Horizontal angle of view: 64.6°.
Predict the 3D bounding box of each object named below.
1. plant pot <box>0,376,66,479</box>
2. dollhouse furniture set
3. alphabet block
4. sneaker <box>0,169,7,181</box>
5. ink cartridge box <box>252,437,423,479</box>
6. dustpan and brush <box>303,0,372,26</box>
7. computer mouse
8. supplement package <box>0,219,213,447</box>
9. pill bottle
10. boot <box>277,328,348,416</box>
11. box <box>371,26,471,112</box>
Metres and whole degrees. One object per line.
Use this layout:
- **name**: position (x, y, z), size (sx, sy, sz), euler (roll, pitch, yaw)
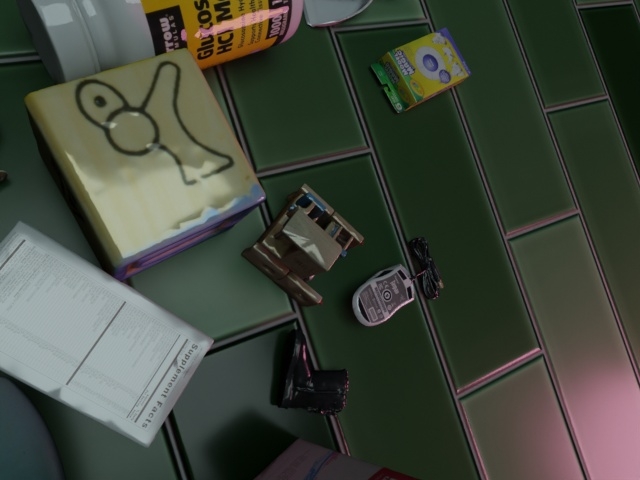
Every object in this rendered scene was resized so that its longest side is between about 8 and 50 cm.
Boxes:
- **plant pot**: position (-0.369, 0.254, 0.442), size (0.293, 0.293, 0.235), euler (-5, 73, -25)
- **dollhouse furniture set**: position (0.000, 0.000, 0.701), size (0.129, 0.183, 0.129), euler (42, 66, -12)
- **alphabet block**: position (-0.211, -0.081, 0.619), size (0.192, 0.193, 0.197), euler (-28, 92, -28)
- **sneaker**: position (-0.436, -0.152, 0.614), size (0.071, 0.066, 0.188), euler (-10, 89, -42)
- **ink cartridge box**: position (0.048, 0.372, 0.581), size (0.131, 0.306, 0.226), euler (-36, 95, -26)
- **dustpan and brush**: position (0.067, -0.453, 0.888), size (0.211, 0.060, 0.147), euler (-10, 84, -25)
- **computer mouse**: position (0.117, 0.074, 0.820), size (0.193, 0.042, 0.106), euler (-24, 95, -32)
- **supplement package**: position (-0.272, 0.112, 0.585), size (0.244, 0.134, 0.139), euler (36, 67, -14)
- **pill bottle**: position (-0.203, -0.315, 0.670), size (0.334, 0.188, 0.188), euler (-30, 93, -26)
- **boot**: position (-0.006, 0.195, 0.737), size (0.099, 0.045, 0.121), euler (11, 83, -19)
- **box**: position (0.183, -0.311, 0.924), size (0.179, 0.043, 0.105), euler (-32, 93, -24)
